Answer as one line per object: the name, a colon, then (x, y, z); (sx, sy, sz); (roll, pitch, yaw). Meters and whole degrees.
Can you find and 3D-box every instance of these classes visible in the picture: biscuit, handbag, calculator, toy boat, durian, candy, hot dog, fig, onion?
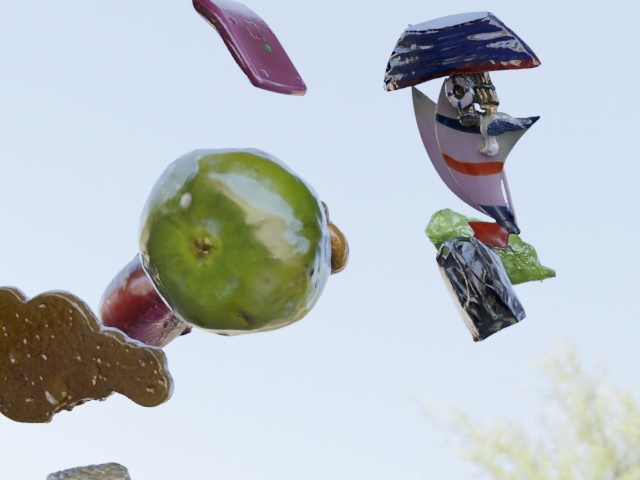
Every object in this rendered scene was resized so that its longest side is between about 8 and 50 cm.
biscuit: (-0.343, 0.157, 1.958); (0.320, 0.183, 0.047); (5, 5, 16)
handbag: (0.176, 0.041, 1.699); (0.072, 0.115, 0.139); (-26, -26, 6)
calculator: (-0.097, -0.282, 2.108); (0.034, 0.190, 0.127); (-47, -27, 24)
toy boat: (0.176, -0.151, 1.897); (0.219, 0.072, 0.318); (21, -53, 25)
durian: (0.306, 0.021, 2.735); (0.250, 0.101, 0.139); (30, -9, -15)
candy: (-0.276, 0.311, 1.784); (0.110, 0.085, 0.095); (5, 5, -21)
hot dog: (-0.002, 0.000, 2.328); (0.090, 0.060, 0.140); (-6, -44, 26)
fig: (-0.063, 0.004, 1.729); (0.233, 0.233, 0.314); (-1, -7, 42)
onion: (-0.274, 0.097, 2.533); (0.161, 0.248, 0.248); (39, -10, 31)
